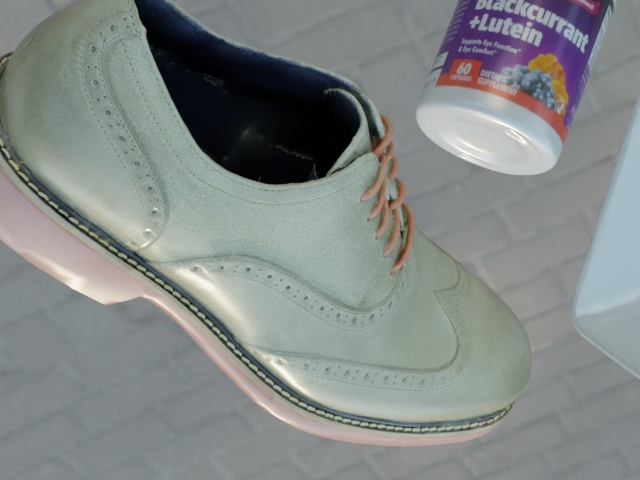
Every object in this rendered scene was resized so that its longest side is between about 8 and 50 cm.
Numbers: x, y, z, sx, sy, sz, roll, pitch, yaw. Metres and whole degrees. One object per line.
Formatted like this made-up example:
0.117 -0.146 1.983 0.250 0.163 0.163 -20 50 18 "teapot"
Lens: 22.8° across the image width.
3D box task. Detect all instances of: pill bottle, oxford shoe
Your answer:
0.149 -0.154 1.141 0.108 0.194 0.108 20 164 6 "pill bottle"
0.000 0.000 0.848 0.397 0.140 0.146 27 133 -37 "oxford shoe"

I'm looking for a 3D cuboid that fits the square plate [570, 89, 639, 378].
0.272 -0.040 0.649 0.049 0.347 0.344 -1 115 -35 "square plate"
